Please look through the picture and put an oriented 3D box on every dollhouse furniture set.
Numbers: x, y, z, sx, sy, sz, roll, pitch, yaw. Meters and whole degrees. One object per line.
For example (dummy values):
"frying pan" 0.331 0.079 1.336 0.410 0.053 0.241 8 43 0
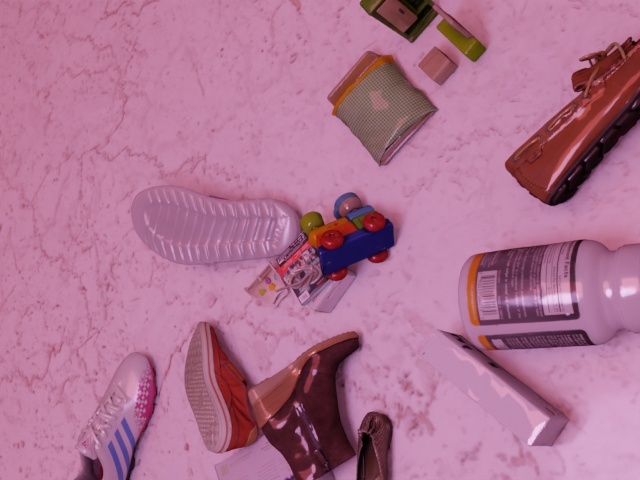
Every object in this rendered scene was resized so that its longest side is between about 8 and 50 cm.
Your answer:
"dollhouse furniture set" 0.127 -0.322 1.514 0.301 0.151 0.197 -48 57 18

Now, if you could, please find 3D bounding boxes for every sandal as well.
"sandal" -0.225 -0.027 1.742 0.417 0.102 0.169 8 99 24

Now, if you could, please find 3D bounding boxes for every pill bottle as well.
"pill bottle" 0.368 0.085 1.244 0.279 0.162 0.162 -8 75 33

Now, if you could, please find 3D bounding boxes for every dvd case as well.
"dvd case" -0.032 0.055 1.557 0.087 0.013 0.119 -45 56 20

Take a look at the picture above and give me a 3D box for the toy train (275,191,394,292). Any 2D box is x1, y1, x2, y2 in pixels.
"toy train" 0.000 0.000 1.505 0.248 0.105 0.143 -23 45 -14

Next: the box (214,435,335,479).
"box" -0.060 0.526 1.519 0.232 0.058 0.322 -36 60 24

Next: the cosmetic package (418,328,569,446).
"cosmetic package" 0.281 0.237 1.311 0.239 0.099 0.060 38 103 35

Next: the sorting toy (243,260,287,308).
"sorting toy" -0.103 0.097 1.656 0.083 0.045 0.075 -48 64 17

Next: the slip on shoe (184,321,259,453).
"slip on shoe" -0.207 0.296 1.642 0.123 0.101 0.331 -64 33 27

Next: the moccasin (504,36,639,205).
"moccasin" 0.448 -0.234 1.284 0.147 0.139 0.380 48 118 24

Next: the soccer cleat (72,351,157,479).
"soccer cleat" -0.462 0.410 1.777 0.116 0.143 0.331 9 85 37

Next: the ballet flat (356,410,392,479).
"ballet flat" 0.091 0.431 1.427 0.084 0.058 0.249 -5 77 36

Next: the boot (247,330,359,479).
"boot" 0.010 0.308 1.490 0.248 0.090 0.206 -33 76 -6

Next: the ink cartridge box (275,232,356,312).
"ink cartridge box" -0.010 0.065 1.584 0.135 0.056 0.099 44 106 34
